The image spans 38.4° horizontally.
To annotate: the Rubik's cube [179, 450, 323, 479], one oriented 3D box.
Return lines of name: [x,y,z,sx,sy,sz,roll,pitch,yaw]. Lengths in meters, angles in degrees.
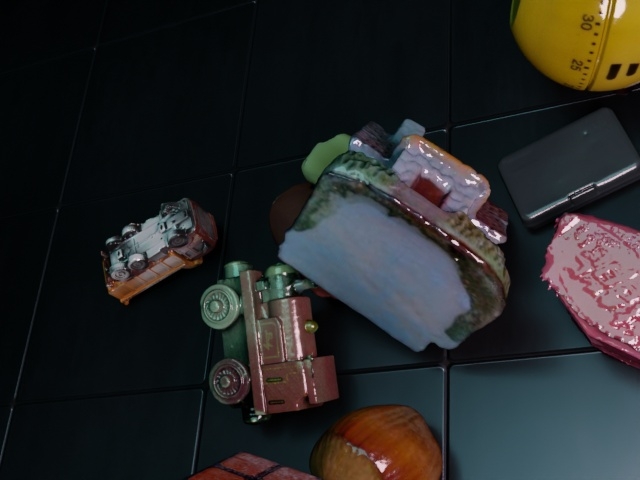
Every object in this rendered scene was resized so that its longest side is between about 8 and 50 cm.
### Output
Rubik's cube: [-0.091,0.544,1.314,0.344,0.343,0.337,11,101,33]

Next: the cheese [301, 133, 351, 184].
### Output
cheese: [0.081,-0.134,1.853,0.255,0.050,0.127,29,78,36]

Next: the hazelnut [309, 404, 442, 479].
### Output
hazelnut: [0.085,0.350,1.495,0.210,0.186,0.210,-25,53,38]

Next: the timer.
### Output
timer: [0.536,-0.418,1.599,0.386,0.376,0.376,9,66,6]

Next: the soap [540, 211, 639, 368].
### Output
soap: [0.469,0.075,1.452,0.182,0.112,0.289,-35,62,8]

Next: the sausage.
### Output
sausage: [0.000,0.000,1.758,0.152,0.152,0.280,-39,52,5]

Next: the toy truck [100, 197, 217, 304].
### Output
toy truck: [-0.349,0.023,1.957,0.270,0.135,0.114,-30,55,17]

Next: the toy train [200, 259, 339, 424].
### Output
toy train: [-0.093,0.177,1.676,0.221,0.150,0.305,-12,81,25]

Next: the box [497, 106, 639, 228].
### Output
box: [0.444,-0.131,1.646,0.230,0.050,0.160,-26,53,13]

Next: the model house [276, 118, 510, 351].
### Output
model house: [0.181,-0.052,1.575,0.360,0.297,0.339,33,50,2]
